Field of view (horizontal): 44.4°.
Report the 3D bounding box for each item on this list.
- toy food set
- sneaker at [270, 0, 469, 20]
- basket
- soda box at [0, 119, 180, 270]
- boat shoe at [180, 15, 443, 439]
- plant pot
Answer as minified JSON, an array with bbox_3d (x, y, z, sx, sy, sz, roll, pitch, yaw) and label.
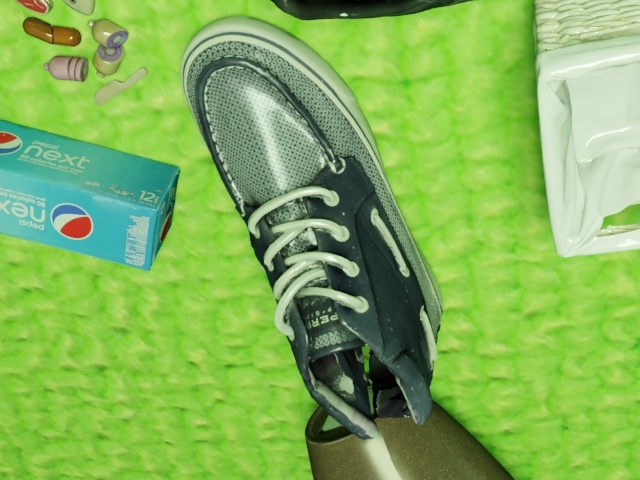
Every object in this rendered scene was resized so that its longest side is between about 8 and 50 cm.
[{"bbox_3d":[-0.194,-0.160,0.602,0.077,0.019,0.122,-27,117,23],"label":"toy food set"},{"bbox_3d":[0.091,-0.183,0.496,0.267,0.106,0.101,-9,121,12],"label":"sneaker"},{"bbox_3d":[0.204,-0.085,0.533,0.113,0.103,0.167,-8,133,14],"label":"basket"},{"bbox_3d":[-0.230,-0.044,0.656,0.210,0.071,0.067,15,126,-3],"label":"soda box"},{"bbox_3d":[0.000,0.000,0.601,0.127,0.158,0.341,-25,118,23],"label":"boat shoe"},{"bbox_3d":[0.087,0.249,0.754,0.215,0.215,0.231,-26,102,23],"label":"plant pot"}]
